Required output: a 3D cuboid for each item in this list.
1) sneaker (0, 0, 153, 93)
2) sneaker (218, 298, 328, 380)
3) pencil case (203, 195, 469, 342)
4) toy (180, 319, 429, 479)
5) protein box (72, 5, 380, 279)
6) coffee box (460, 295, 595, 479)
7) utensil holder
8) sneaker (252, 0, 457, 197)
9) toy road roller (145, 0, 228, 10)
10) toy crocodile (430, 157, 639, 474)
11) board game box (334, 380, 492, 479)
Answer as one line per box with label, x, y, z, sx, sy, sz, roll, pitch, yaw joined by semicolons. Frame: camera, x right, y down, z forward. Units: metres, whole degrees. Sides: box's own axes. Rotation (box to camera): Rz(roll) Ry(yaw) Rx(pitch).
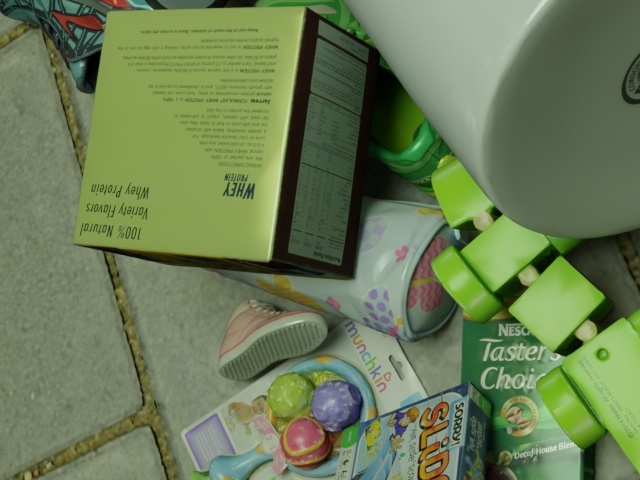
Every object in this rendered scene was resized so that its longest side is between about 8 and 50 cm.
sneaker;-0.259;-0.224;1.374;0.262;0.104;0.125;14;87;32
sneaker;-0.045;0.077;1.192;0.134;0.051;0.070;-30;41;39
pencil case;0.000;0.000;1.167;0.273;0.113;0.124;19;69;32
toy;-0.023;0.171;1.171;0.237;0.056;0.137;-37;64;17
protein box;-0.076;-0.079;1.076;0.200;0.136;0.201;4;84;30
coffee box;0.173;0.137;1.076;0.113;0.040;0.184;-2;77;29
utensil holder;0.165;-0.239;0.963;0.328;0.328;0.385;-40;49;15
sneaker;0.032;-0.157;1.180;0.295;0.123;0.109;42;100;31
toy road roller;-0.108;-0.389;1.210;0.329;0.240;0.202;-36;29;11
toy crocodile;0.197;0.060;1.009;0.115;0.105;0.340;-42;68;10
board game box;0.066;0.217;1.020;0.136;0.035;0.201;-26;32;31
